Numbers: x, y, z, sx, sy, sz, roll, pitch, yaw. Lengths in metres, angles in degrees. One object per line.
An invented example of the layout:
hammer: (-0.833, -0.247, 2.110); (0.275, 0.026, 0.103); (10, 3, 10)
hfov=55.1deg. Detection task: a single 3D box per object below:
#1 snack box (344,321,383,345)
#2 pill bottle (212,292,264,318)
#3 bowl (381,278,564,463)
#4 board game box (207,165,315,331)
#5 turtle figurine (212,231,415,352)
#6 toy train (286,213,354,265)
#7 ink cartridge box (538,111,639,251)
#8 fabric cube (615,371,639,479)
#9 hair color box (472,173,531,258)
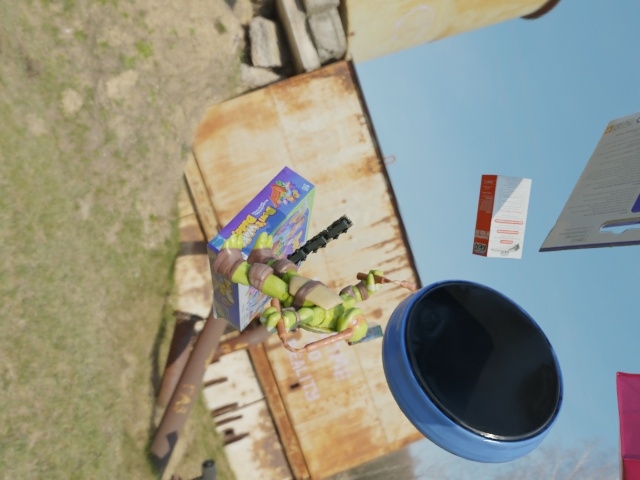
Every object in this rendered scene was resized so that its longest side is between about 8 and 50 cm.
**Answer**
snack box: (0.116, 0.260, 1.719); (0.141, 0.100, 0.037); (126, -53, -86)
pill bottle: (-0.196, 0.151, 1.468); (0.067, 0.120, 0.067); (178, -90, -83)
bowl: (0.318, 0.248, 1.252); (0.391, 0.391, 0.077); (68, -31, 30)
board game box: (-0.124, 0.030, 1.300); (0.078, 0.233, 0.347); (36, -25, 12)
turtle figurine: (-0.013, 0.066, 0.767); (0.217, 0.269, 0.087); (31, -61, 27)
toy train: (0.000, 0.000, 1.040); (0.027, 0.158, 0.036); (52, 38, -4)
ink cartridge box: (0.531, -0.096, 0.958); (0.072, 0.307, 0.304); (37, -17, -18)
fabric cube: (0.838, 0.492, 1.443); (0.259, 0.254, 0.258); (-63, 141, -46)
hair color box: (0.373, -0.049, 1.265); (0.053, 0.093, 0.167); (-165, -100, -64)
